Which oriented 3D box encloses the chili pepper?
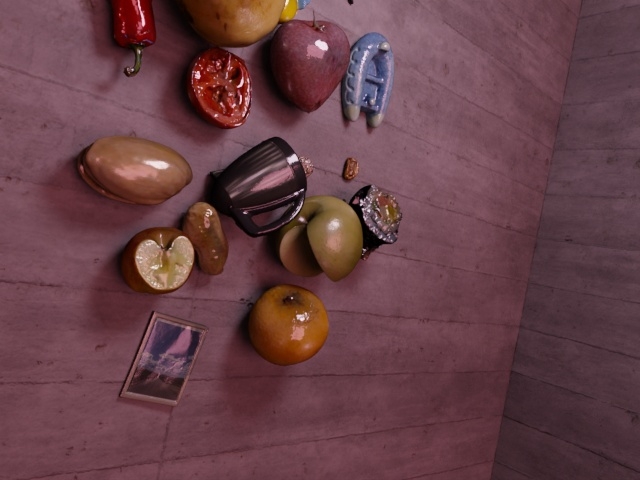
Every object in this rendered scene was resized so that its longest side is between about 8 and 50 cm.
[{"bbox_3d":[-0.480,-0.608,1.312,0.110,0.110,0.387,-9,100,-39],"label":"chili pepper"}]

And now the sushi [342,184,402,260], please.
[{"bbox_3d":[0.159,-0.069,1.871,0.238,0.219,0.225,-42,99,-32],"label":"sushi"}]

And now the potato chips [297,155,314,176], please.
[{"bbox_3d":[-0.100,-0.196,1.746,0.209,0.026,0.142,-32,118,-32],"label":"potato chips"}]

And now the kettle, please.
[{"bbox_3d":[-0.197,-0.149,1.561,0.271,0.207,0.250,-30,103,-23],"label":"kettle"}]

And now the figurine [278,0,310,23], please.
[{"bbox_3d":[-0.118,-0.770,1.589,0.127,0.185,0.234,1,134,-51],"label":"figurine"}]

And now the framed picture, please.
[{"bbox_3d":[-0.459,0.353,1.533,0.189,0.023,0.260,27,80,-37],"label":"framed picture"}]

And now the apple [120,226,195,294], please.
[{"bbox_3d":[-0.443,0.052,1.405,0.195,0.160,0.173,-11,108,-40],"label":"apple"}]

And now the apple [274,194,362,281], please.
[{"bbox_3d":[0.000,0.000,1.691,0.292,0.292,0.254,-57,136,-18],"label":"apple"}]

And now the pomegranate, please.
[{"bbox_3d":[-0.239,-0.686,1.368,0.333,0.333,0.332,-7,101,-39],"label":"pomegranate"}]

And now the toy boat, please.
[{"bbox_3d":[0.190,-0.579,1.866,0.215,0.123,0.329,7,93,-39],"label":"toy boat"}]

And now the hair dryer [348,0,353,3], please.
[{"bbox_3d":[0.046,-0.861,1.748,0.219,0.075,0.195,30,87,-46],"label":"hair dryer"}]

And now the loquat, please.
[{"bbox_3d":[-0.103,0.270,1.658,0.263,0.263,0.263,-7,101,-39],"label":"loquat"}]

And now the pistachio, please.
[{"bbox_3d":[-0.471,-0.182,1.348,0.293,0.162,0.181,4,77,-37],"label":"pistachio"}]

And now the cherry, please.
[{"bbox_3d":[-0.035,-0.554,1.618,0.261,0.221,0.307,-16,124,-34],"label":"cherry"}]

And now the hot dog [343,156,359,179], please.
[{"bbox_3d":[0.113,-0.263,1.904,0.058,0.035,0.083,14,88,-37],"label":"hot dog"}]

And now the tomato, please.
[{"bbox_3d":[-0.299,-0.435,1.495,0.228,0.101,0.227,-7,99,-47],"label":"tomato"}]

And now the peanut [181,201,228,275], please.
[{"bbox_3d":[-0.338,-0.001,1.526,0.120,0.110,0.236,-35,127,-43],"label":"peanut"}]
